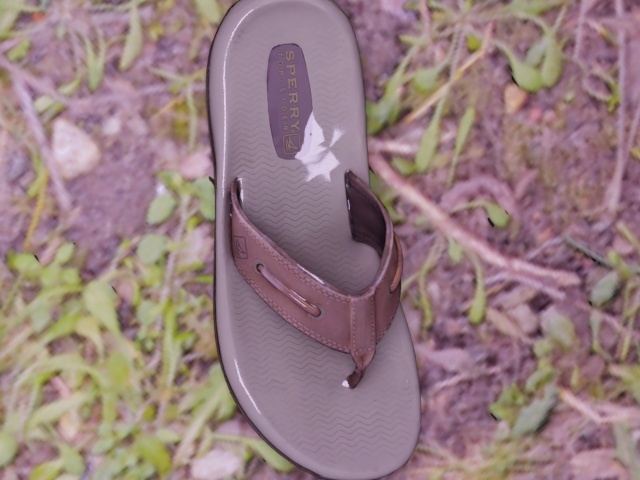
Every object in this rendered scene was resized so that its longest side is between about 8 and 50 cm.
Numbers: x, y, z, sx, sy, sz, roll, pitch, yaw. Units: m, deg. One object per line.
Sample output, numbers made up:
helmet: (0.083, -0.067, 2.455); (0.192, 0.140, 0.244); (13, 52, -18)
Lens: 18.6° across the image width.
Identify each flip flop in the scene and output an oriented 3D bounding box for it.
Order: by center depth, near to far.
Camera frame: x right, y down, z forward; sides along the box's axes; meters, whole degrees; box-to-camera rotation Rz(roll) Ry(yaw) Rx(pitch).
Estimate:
flip flop: (0.000, 0.000, 1.057); (0.112, 0.080, 0.277); (-8, 99, -19)
